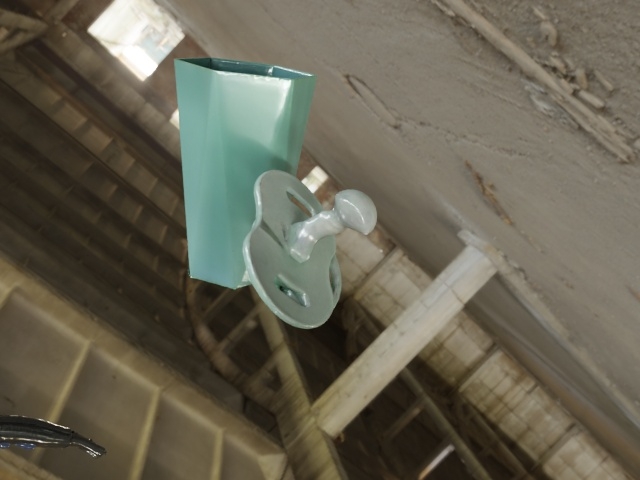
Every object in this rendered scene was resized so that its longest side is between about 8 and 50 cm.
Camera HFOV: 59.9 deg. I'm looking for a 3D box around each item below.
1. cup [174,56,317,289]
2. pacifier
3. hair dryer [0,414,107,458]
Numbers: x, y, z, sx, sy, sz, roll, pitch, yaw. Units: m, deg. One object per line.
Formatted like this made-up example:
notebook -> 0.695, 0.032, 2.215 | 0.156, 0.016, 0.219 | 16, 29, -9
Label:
cup -> -0.094, -0.072, 0.612 | 0.148, 0.236, 0.134 | 6, -160, -12
pacifier -> 0.000, 0.000, 0.465 | 0.127, 0.116, 0.150 | 46, -147, -30
hair dryer -> -0.339, 0.235, 0.595 | 0.219, 0.075, 0.196 | 19, -132, -34
